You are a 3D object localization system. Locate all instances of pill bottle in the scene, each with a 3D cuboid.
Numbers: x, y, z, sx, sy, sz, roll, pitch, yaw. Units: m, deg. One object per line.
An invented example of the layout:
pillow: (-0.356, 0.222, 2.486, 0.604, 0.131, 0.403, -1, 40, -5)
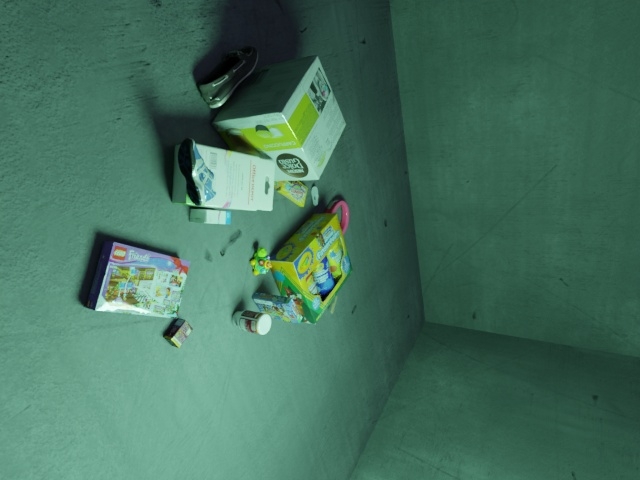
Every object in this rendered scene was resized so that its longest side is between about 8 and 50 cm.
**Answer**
pill bottle: (-0.285, 0.333, 1.660, 0.086, 0.151, 0.086, -10, 102, -58)

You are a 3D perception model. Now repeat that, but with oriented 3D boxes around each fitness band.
fitness band: (0.086, -0.101, 2.308, 0.291, 0.054, 0.209, -59, 140, -34)

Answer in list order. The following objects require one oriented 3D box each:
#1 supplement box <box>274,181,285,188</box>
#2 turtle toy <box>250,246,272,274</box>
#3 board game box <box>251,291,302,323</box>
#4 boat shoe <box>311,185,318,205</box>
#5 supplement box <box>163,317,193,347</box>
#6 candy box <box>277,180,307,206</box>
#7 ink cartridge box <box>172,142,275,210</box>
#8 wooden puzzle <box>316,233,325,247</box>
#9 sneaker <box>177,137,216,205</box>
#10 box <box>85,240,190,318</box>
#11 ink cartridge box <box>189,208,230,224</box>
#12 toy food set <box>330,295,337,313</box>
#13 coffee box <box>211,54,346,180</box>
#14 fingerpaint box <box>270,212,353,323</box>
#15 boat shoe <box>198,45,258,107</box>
supplement box: (-0.163, -0.348, 1.838, 0.078, 0.080, 0.234, 42, 54, -24)
turtle toy: (-0.254, 0.090, 1.764, 0.095, 0.066, 0.130, -42, 128, -49)
board game box: (-0.190, 0.294, 1.765, 0.035, 0.201, 0.136, -58, 139, -38)
boat shoe: (-0.027, -0.237, 2.133, 0.035, 0.035, 0.100, -65, 149, -79)
supplement box: (-0.498, 0.325, 1.418, 0.083, 0.043, 0.055, -58, 138, -36)
candy box: (-0.133, -0.248, 1.961, 0.205, 0.027, 0.105, 30, 70, -55)
ink cartridge box: (-0.342, -0.217, 1.465, 0.353, 0.119, 0.208, 3, 91, -43)
wooden puzzle: (0.000, 0.000, 1.926, 0.049, 0.006, 0.083, -48, 126, -44)
sneaker: (-0.393, -0.222, 1.290, 0.081, 0.080, 0.212, -29, 122, -43)
box: (-0.563, 0.133, 1.278, 0.293, 0.057, 0.201, 26, 72, -56)
ink cartridge box: (-0.404, -0.087, 1.481, 0.122, 0.088, 0.052, -2, 96, -58)
toy food set: (0.020, 0.318, 2.272, 0.192, 0.038, 0.133, 48, 48, -36)
coffee box: (-0.148, -0.468, 1.615, 0.334, 0.337, 0.339, 57, 47, -45)
fingerpaint box: (-0.028, 0.129, 2.037, 0.445, 0.163, 0.372, -48, 130, -45)
boat shoe: (-0.338, -0.639, 1.506, 0.336, 0.112, 0.096, -64, 147, -25)
